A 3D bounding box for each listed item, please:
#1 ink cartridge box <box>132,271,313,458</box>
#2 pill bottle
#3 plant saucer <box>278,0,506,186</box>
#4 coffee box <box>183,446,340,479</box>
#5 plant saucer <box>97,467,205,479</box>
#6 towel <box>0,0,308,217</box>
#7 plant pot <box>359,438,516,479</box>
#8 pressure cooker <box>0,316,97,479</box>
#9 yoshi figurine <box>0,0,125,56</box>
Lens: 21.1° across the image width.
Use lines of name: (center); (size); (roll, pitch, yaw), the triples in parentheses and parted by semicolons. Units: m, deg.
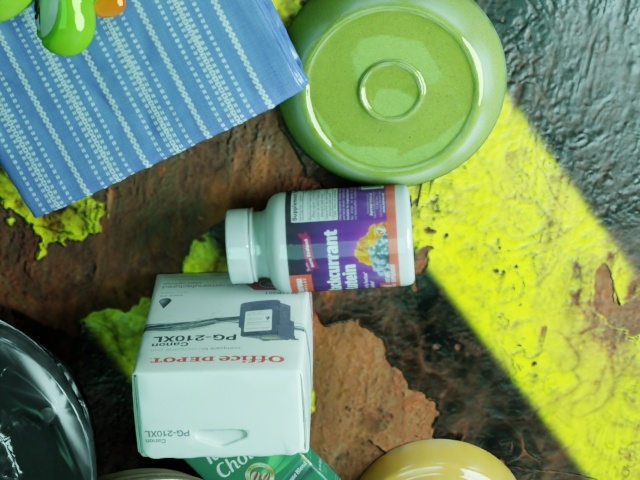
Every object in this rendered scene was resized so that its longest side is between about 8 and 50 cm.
ink cartridge box: (-0.096, 0.124, 1.792); (0.172, 0.237, 0.100); (-2, 114, 2)
pill bottle: (0.000, 0.000, 1.805); (0.193, 0.108, 0.108); (-4, 114, 4)
plant saucer: (0.073, -0.159, 1.771); (0.241, 0.037, 0.241); (0, 114, 1)
coffee box: (-0.077, 0.249, 1.955); (0.113, 0.040, 0.184); (-36, 108, 16)
plant saucer: (-0.227, 0.344, 1.941); (0.278, 0.041, 0.278); (-14, 140, -12)
towel: (-0.207, -0.193, 1.753); (0.336, 0.040, 0.243); (-24, 105, 14)
plant pot: (0.134, 0.356, 1.916); (0.205, 0.188, 0.205); (1, 114, 1)
pressure cooker: (-0.456, 0.215, 1.759); (0.375, 0.420, 0.370); (38, 77, -25)
yoshi figurine: (-0.281, -0.350, 1.600); (0.203, 0.203, 0.362); (9, 109, 17)
